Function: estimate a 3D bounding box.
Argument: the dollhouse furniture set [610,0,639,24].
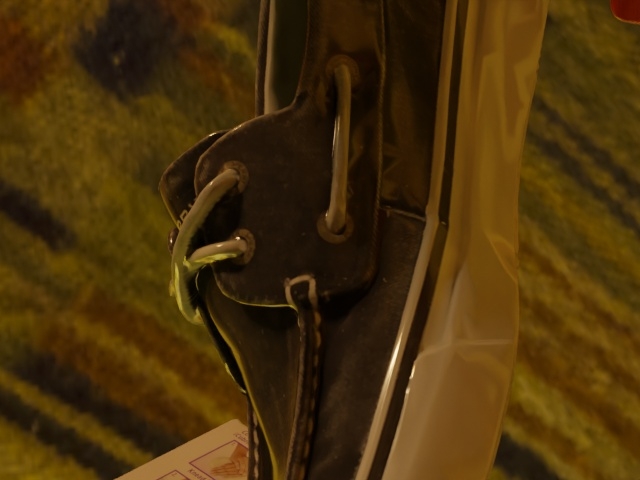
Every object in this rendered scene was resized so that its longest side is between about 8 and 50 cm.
[{"bbox_3d":[0.197,-0.232,0.944,0.262,0.135,0.259,12,124,28],"label":"dollhouse furniture set"}]

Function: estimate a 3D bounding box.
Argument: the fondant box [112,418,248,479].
[{"bbox_3d":[-0.143,0.291,1.127,0.330,0.096,0.238,-25,126,-39],"label":"fondant box"}]

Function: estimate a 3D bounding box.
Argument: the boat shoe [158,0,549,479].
[{"bbox_3d":[0.000,0.000,0.610,0.119,0.335,0.121,15,149,-10],"label":"boat shoe"}]
